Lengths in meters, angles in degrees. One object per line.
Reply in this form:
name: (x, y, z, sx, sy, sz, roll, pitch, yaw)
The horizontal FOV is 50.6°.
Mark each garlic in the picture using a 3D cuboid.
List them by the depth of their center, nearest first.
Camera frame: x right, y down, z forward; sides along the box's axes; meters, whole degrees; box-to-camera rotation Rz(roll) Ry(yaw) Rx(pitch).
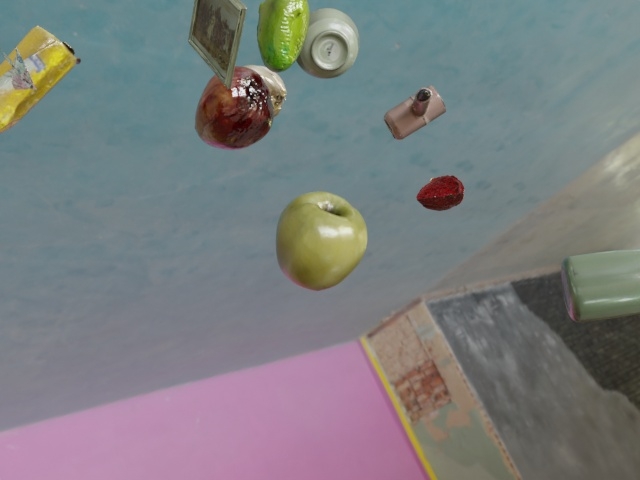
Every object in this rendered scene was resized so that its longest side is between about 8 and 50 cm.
garlic: (-0.213, -0.508, 2.292, 0.203, 0.185, 0.281, 10, 173, 17)

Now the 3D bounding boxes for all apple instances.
apple: (0.000, 0.000, 1.815, 0.262, 0.263, 0.262, -23, 160, -9)

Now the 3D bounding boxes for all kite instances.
kite: (-0.699, -0.397, 1.548, 0.011, 0.139, 0.157, -20, 144, 8)

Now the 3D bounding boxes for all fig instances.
fig: (-0.253, -0.379, 1.983, 0.224, 0.224, 0.263, 6, 124, -55)

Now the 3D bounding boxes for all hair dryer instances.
hair dryer: (0.293, -0.416, 2.086, 0.189, 0.107, 0.344, -31, 176, 4)

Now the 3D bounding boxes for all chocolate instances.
chocolate: (-0.898, -0.416, 1.969, 0.446, 0.162, 0.162, -55, 165, -14)

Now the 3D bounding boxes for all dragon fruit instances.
dragon fruit: (0.406, -0.156, 2.225, 0.162, 0.106, 0.083, -11, 137, 27)

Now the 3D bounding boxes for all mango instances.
mango: (-0.077, -0.416, 1.328, 0.100, 0.179, 0.119, 9, 171, 9)

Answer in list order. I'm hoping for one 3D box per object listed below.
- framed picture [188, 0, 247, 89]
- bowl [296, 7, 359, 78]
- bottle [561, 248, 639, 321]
framed picture: (-0.266, -0.534, 1.690, 0.017, 0.274, 0.217, -7, 130, -33)
bowl: (0.024, -0.576, 2.021, 0.211, 0.112, 0.212, -3, 117, -6)
bottle: (0.773, 0.096, 1.642, 0.346, 0.169, 0.168, -10, 163, 14)
